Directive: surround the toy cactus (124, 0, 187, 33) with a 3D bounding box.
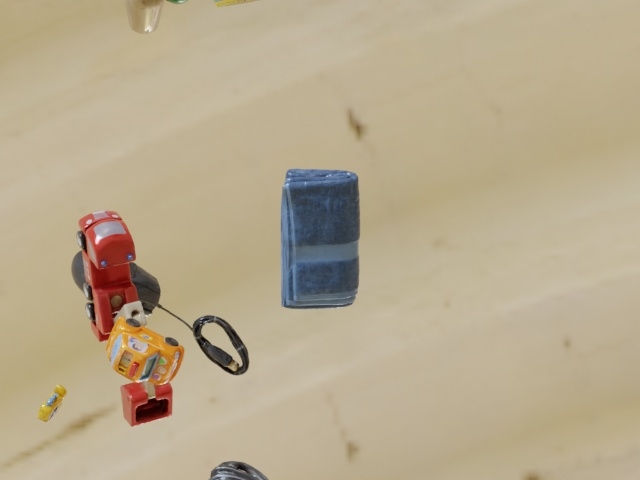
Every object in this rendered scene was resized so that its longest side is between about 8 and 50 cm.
[{"bbox_3d":[-0.195,-0.316,2.246,0.112,0.219,0.180,-51,-19,-36],"label":"toy cactus"}]

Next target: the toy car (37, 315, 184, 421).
[{"bbox_3d":[-0.155,0.109,1.460,0.060,0.122,0.040,42,-154,-5],"label":"toy car"}]

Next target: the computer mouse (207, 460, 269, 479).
[{"bbox_3d":[-0.079,0.374,1.973,0.272,0.188,0.072,-60,-17,-11],"label":"computer mouse"}]

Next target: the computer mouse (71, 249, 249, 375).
[{"bbox_3d":[-0.186,0.087,2.320,0.071,0.242,0.041,-57,4,24],"label":"computer mouse"}]

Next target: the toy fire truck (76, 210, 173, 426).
[{"bbox_3d":[-0.201,0.079,2.048,0.047,0.135,0.192,-14,-59,-20],"label":"toy fire truck"}]

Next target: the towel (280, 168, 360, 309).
[{"bbox_3d":[0.000,0.000,1.662,0.029,0.067,0.119,-100,10,-69],"label":"towel"}]

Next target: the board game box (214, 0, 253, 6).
[{"bbox_3d":[-0.026,-0.290,1.855,0.170,0.141,0.048,-42,-73,-14],"label":"board game box"}]
